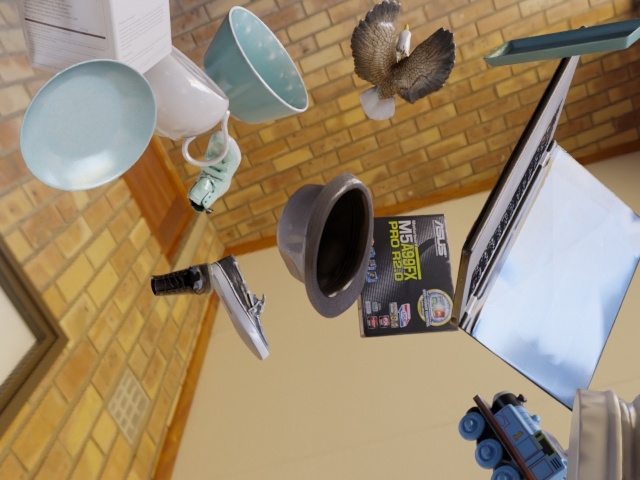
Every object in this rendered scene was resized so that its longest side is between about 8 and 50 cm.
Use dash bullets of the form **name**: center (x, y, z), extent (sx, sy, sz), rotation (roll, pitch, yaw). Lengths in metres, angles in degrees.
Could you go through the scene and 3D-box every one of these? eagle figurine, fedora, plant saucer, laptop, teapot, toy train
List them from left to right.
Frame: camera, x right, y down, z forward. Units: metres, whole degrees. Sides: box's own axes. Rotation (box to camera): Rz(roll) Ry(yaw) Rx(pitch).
- **plant saucer**: center (-0.313, -0.158, 0.768), extent (0.195, 0.195, 0.037), rotation (-36, -120, -29)
- **teapot**: center (-0.338, -0.309, 1.270), extent (0.187, 0.256, 0.252), rotation (-47, 157, 10)
- **fedora**: center (0.000, 0.000, 1.104), extent (0.124, 0.276, 0.243), rotation (15, -150, 30)
- **eagle figurine**: center (0.197, -0.451, 1.448), extent (0.226, 0.225, 0.298), rotation (-18, -179, 3)
- **toy train**: center (0.269, 0.286, 0.787), extent (0.105, 0.080, 0.184), rotation (-41, -150, 9)
- **plant saucer**: center (0.299, -0.242, 0.708), extent (0.067, 0.018, 0.192), rotation (-37, -153, -27)
- **laptop**: center (0.380, -0.006, 0.845), extent (0.236, 0.408, 0.382), rotation (25, -110, 20)

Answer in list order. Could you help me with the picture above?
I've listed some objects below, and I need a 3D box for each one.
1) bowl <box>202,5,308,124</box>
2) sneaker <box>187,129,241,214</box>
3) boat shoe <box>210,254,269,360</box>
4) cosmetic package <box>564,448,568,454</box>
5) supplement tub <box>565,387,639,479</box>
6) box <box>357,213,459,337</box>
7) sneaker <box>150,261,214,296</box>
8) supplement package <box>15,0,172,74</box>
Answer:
- **bowl**: center (-0.187, -0.429, 1.500), extent (0.163, 0.312, 0.312), rotation (-31, -164, 24)
- **sneaker**: center (-0.302, -0.177, 1.588), extent (0.151, 0.094, 0.256), rotation (-58, 174, -37)
- **boat shoe**: center (-0.208, 0.186, 1.617), extent (0.104, 0.306, 0.113), rotation (-29, 177, -25)
- **cosmetic package**: center (0.476, 0.349, 0.857), extent (0.183, 0.151, 0.151), rotation (10, 131, -47)
- **supplement tub**: center (0.371, 0.246, 0.453), extent (0.324, 0.236, 0.235), rotation (5, -149, 23)
- **box**: center (0.188, 0.079, 1.299), extent (0.216, 0.270, 0.060), rotation (-3, 168, -5)
- **sneaker**: center (-0.357, 0.111, 1.476), extent (0.118, 0.083, 0.222), rotation (-7, 172, -33)
- **supplement package**: center (-0.359, -0.424, 0.899), extent (0.175, 0.293, 0.178), rotation (16, -140, 9)
